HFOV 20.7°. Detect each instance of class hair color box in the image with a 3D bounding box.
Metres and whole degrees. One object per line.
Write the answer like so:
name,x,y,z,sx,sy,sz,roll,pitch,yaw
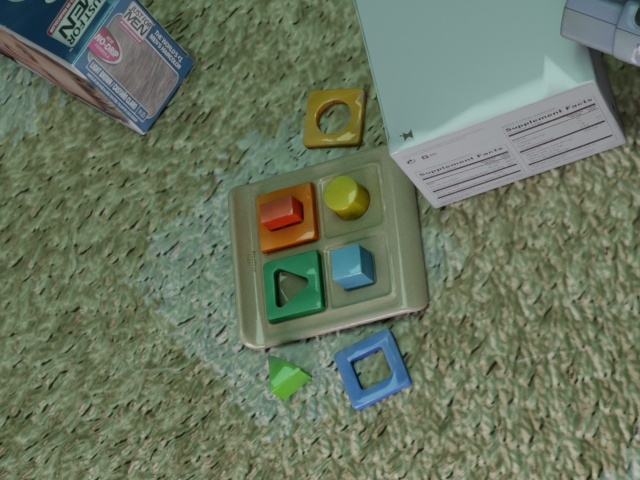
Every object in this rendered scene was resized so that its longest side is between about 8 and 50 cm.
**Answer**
hair color box,-0.321,-0.257,1.892,0.347,0.174,0.105,29,82,29

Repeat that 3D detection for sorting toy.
sorting toy,0.000,0.000,1.732,0.196,0.047,0.347,-14,65,17

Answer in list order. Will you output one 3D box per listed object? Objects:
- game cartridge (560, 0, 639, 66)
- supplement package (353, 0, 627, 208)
game cartridge,0.411,-0.157,1.525,0.355,0.230,0.068,24,109,28
supplement package,0.154,-0.200,1.689,0.204,0.145,0.262,-19,65,15
